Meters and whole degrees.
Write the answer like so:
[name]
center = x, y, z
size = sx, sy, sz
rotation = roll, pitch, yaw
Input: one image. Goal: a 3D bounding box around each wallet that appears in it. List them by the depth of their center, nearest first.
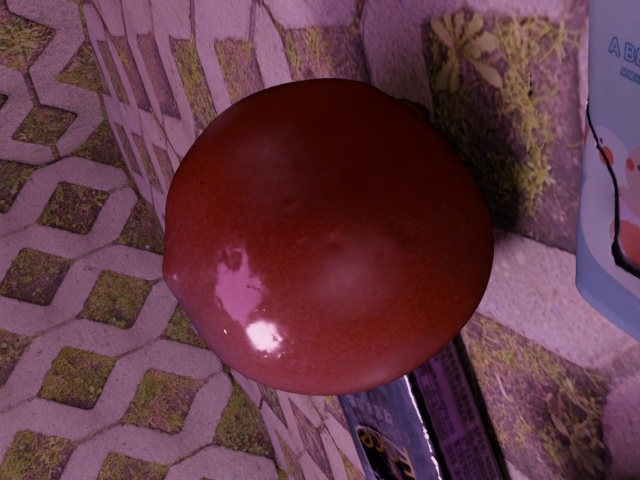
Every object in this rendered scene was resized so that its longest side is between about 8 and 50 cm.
[wallet]
center = 0.225, -0.040, 0.445
size = 0.176, 0.075, 0.250
rotation = -129, 22, -53

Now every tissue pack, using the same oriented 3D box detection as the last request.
[tissue pack]
center = 0.120, 0.235, 1.017
size = 0.259, 0.122, 0.361
rotation = 8, 119, 65

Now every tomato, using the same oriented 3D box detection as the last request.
[tomato]
center = 0.000, 0.000, 0.735
size = 0.321, 0.321, 0.321
rotation = 54, 159, 32
